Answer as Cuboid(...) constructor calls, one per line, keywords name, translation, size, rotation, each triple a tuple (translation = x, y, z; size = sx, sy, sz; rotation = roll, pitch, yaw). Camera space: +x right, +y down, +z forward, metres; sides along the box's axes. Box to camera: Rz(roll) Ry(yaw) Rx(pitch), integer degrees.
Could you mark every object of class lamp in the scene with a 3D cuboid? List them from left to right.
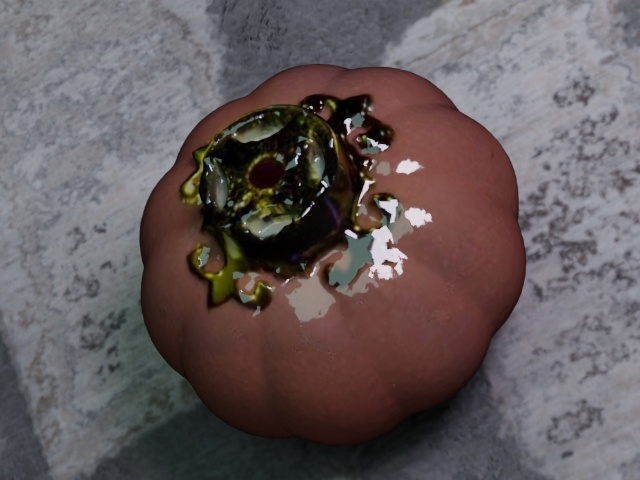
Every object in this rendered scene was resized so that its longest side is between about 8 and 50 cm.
Cuboid(name="lamp", translation=(0.000, 0.000, 1.457), size=(0.305, 0.239, 0.305), rotation=(-10, 62, 19))
